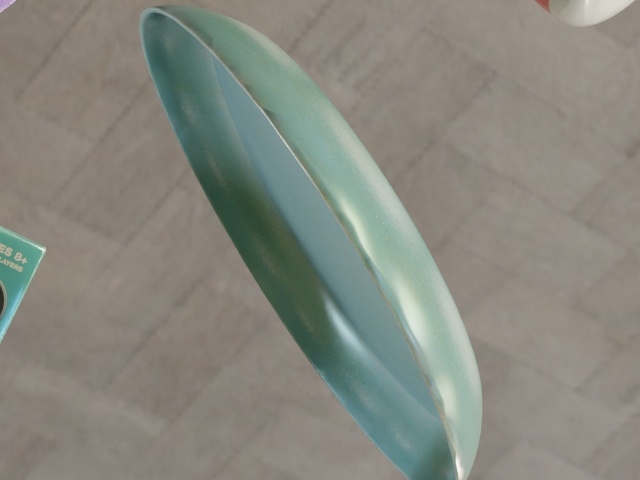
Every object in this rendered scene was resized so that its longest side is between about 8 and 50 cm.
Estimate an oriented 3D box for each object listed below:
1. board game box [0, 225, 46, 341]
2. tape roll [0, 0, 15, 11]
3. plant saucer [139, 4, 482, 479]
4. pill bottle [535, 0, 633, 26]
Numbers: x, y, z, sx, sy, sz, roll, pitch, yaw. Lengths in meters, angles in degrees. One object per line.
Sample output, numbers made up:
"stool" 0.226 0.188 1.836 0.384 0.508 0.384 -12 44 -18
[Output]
"board game box" -0.370 0.099 1.106 0.253 0.079 0.336 27 83 -20
"tape roll" -0.314 -0.271 1.195 0.274 0.275 0.090 24 166 -26
"plant saucer" 0.000 0.000 0.946 0.043 0.317 0.318 -33 130 -11
"pill bottle" 0.119 -0.341 1.215 0.210 0.363 0.210 -42 165 -14
